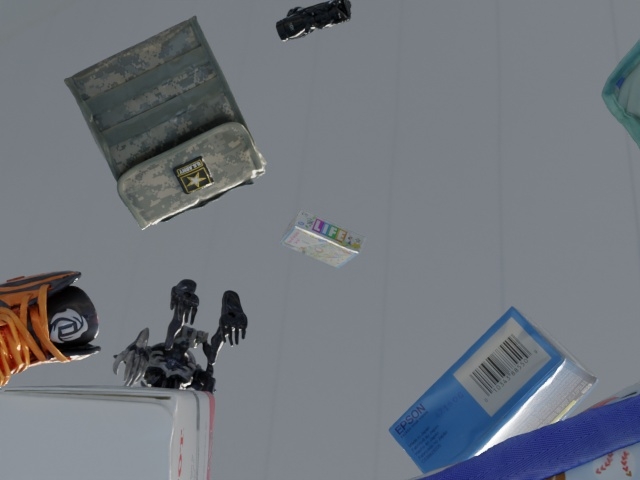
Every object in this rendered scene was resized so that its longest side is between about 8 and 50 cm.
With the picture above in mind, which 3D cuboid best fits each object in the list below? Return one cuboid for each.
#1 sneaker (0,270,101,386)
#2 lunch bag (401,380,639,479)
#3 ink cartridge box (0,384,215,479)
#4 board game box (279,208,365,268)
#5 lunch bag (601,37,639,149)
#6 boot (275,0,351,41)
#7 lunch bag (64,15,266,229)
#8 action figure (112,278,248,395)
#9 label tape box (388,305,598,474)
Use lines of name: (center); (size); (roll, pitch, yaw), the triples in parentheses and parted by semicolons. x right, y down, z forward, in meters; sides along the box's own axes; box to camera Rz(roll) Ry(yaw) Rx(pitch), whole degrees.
sneaker: (-0.293, 0.088, 0.864); (0.180, 0.125, 0.321); (-11, -164, -11)
lunch bag: (0.226, 0.271, 0.794); (0.327, 0.385, 0.239); (-24, -135, 13)
ink cartridge box: (-0.128, 0.177, 0.590); (0.100, 0.237, 0.172); (3, -99, -1)
board game box: (0.000, 0.000, 1.431); (0.154, 0.103, 0.026); (138, -26, -75)
lunch bag: (0.367, -0.136, 0.655); (0.262, 0.223, 0.160); (-59, -142, 40)
boot: (-0.002, -0.321, 1.369); (0.099, 0.045, 0.121); (-15, -163, 23)
lunch bag: (-0.244, -0.182, 1.554); (0.235, 0.287, 0.169); (-26, -167, -3)
action figure: (-0.206, 0.176, 1.344); (0.141, 0.164, 0.276); (-75, -168, -45)
label tape box: (0.274, 0.247, 1.428); (0.249, 0.347, 0.115); (-47, -115, 7)
